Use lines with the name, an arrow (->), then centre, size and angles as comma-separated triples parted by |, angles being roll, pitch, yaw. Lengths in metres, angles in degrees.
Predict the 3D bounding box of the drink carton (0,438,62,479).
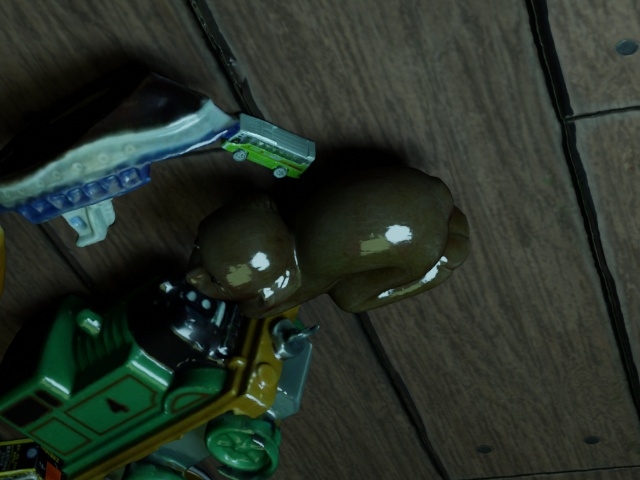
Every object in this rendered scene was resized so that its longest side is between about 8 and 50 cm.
drink carton -> -0.425, 0.301, 1.929 | 0.166, 0.056, 0.071 | -9, 146, 17

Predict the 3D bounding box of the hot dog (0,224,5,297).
hot dog -> -0.384, 0.046, 1.544 | 0.109, 0.072, 0.269 | 12, 144, -7

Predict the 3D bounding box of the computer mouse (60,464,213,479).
computer mouse -> -0.288, 0.354, 1.982 | 0.310, 0.071, 0.158 | -14, 143, 23

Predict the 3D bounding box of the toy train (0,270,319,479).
toy train -> -0.179, 0.146, 1.593 | 0.249, 0.178, 0.429 | 37, 135, -23

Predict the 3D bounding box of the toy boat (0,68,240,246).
toy boat -> -0.188, -0.066, 1.316 | 0.262, 0.114, 0.115 | -25, 124, 30

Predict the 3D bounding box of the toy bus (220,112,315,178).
toy bus -> -0.048, -0.086, 1.354 | 0.083, 0.031, 0.037 | 22, 136, -26

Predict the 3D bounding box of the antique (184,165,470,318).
antique -> 0.000, 0.000, 1.370 | 0.257, 0.121, 0.143 | -6, 163, 14
